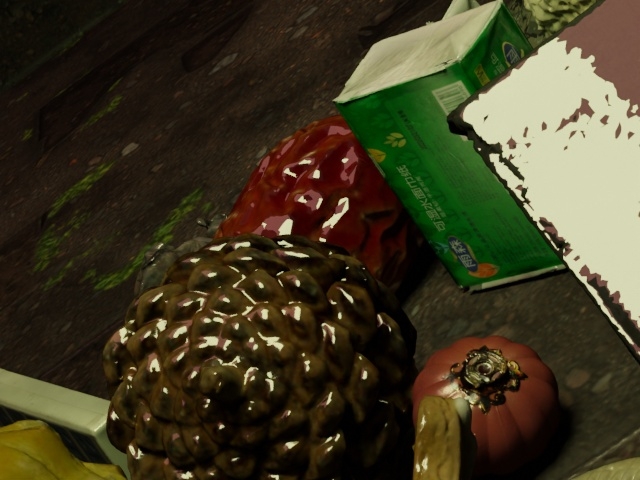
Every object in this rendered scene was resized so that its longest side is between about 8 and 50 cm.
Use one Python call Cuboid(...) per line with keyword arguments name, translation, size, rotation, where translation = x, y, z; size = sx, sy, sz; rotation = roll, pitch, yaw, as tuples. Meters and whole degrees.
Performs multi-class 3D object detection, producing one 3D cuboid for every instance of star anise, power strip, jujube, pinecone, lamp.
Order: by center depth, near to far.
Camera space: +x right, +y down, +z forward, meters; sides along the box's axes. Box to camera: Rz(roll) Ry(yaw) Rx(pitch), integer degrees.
Cuboid(name="lamp", translation=(0.118, 0.118, 1.261), size=(0.107, 0.092, 0.107), rotation=(-4, 48, 4))
Cuboid(name="pinecone", translation=(-0.033, 0.101, 1.351), size=(0.243, 0.243, 0.257), rotation=(-20, 7, 37))
Cuboid(name="jujube", translation=(0.000, 0.000, 1.582), size=(0.174, 0.174, 0.250), rotation=(-4, 51, 54))
Cuboid(name="power strip", translation=(-0.243, 0.183, 1.656), size=(0.043, 0.106, 0.367), rotation=(-41, 21, -23))
Cuboid(name="star anise", translation=(-0.096, 0.008, 1.773), size=(0.257, 0.111, 0.198), rotation=(-34, 22, -8))

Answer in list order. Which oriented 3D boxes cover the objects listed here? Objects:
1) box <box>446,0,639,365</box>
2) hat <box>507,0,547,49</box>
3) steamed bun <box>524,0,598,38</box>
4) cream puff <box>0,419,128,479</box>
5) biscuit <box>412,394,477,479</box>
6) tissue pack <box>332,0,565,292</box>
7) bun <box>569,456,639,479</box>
Cuboid(name="box", translation=(0.300, -0.052, 1.049), size=(0.345, 0.204, 0.251), rotation=(-36, 55, 3))
Cuboid(name="hat", translation=(0.254, -0.294, 1.810), size=(0.265, 0.128, 0.265), rotation=(-31, 27, 18))
Cuboid(name="steamed bun", translation=(0.300, -0.175, 1.331), size=(0.273, 0.272, 0.290), rotation=(-43, 27, -14))
Cuboid(name="cream puff", translation=(-0.224, 0.263, 1.299), size=(0.324, 0.291, 0.257), rotation=(-54, -15, 30))
Cuboid(name="biscuit", translation=(0.065, 0.240, 1.016), size=(0.049, 0.197, 0.301), rotation=(3, 30, 6))
Cuboid(name="tissue pack", translation=(0.143, -0.091, 1.476), size=(0.148, 0.209, 0.156), rotation=(-17, 28, 41))
Cuboid(name="bun", translation=(0.180, 0.209, 0.971), size=(0.173, 0.113, 0.166), rotation=(-35, 30, 1))
